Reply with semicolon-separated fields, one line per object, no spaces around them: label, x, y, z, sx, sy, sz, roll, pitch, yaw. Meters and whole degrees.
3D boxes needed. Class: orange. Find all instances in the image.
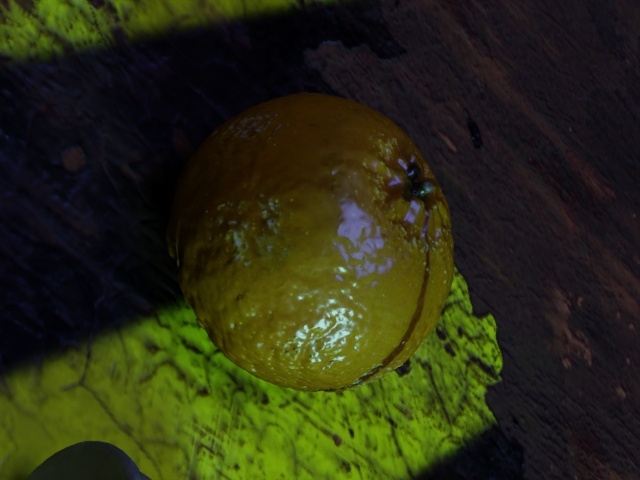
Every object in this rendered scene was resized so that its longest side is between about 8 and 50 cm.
orange;0.000;0.000;1.169;0.193;0.161;0.193;22;60;-44

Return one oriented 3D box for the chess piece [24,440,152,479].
chess piece;-0.096;0.194;1.016;0.170;0.094;0.094;51;38;-41
